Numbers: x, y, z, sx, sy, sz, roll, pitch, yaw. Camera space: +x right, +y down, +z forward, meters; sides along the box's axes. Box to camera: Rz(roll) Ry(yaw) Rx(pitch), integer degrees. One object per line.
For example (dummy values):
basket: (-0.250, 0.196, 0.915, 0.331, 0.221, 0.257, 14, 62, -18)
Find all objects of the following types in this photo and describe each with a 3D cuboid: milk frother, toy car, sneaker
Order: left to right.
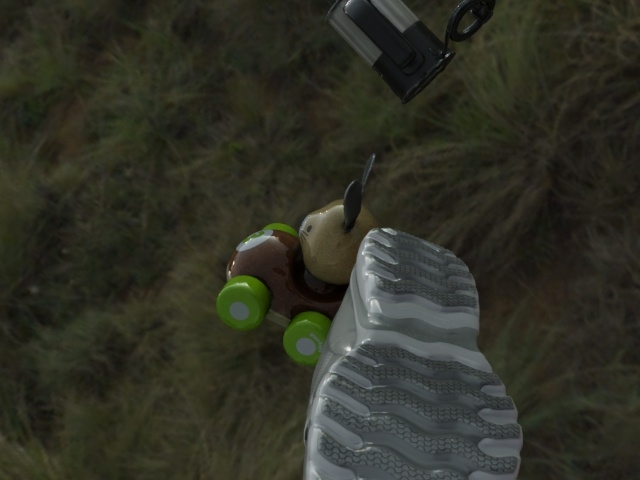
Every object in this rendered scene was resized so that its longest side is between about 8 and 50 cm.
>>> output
toy car: (0.000, 0.000, 1.010, 0.148, 0.155, 0.188, 28, 119, 0)
sneaker: (0.042, 0.105, 0.553, 0.281, 0.105, 0.115, -70, 0, -62)
milk frother: (0.102, -0.254, 1.124, 0.143, 0.129, 0.135, -43, 88, -4)
